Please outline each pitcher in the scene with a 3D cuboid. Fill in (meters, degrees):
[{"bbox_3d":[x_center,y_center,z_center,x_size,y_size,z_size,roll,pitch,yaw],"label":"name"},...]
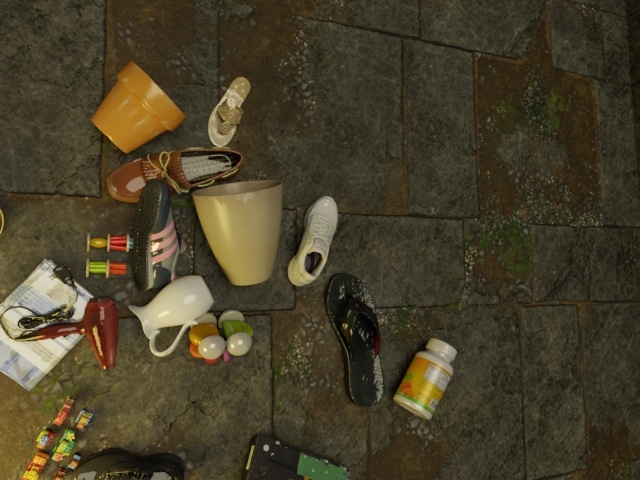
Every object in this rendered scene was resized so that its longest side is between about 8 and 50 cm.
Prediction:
[{"bbox_3d":[-0.392,0.202,1.395,0.207,0.125,0.177,-28,72,-12],"label":"pitcher"}]

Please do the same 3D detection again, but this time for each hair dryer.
[{"bbox_3d":[-0.637,0.222,1.320,0.223,0.080,0.293,-45,101,-2],"label":"hair dryer"}]

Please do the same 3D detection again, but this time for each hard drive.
[{"bbox_3d":[-0.075,0.740,1.489,0.339,0.064,0.236,27,48,-18],"label":"hard drive"}]

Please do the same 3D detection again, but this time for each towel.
[{"bbox_3d":[-0.730,0.216,1.321,0.209,0.034,0.285,44,72,-16],"label":"towel"}]

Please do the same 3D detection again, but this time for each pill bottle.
[{"bbox_3d":[0.361,0.459,1.714,0.136,0.136,0.245,38,71,-16],"label":"pill bottle"}]

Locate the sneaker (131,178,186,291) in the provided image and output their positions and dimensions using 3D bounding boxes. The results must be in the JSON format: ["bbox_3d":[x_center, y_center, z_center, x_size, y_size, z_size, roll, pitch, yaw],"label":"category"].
[{"bbox_3d":[-0.430,-0.019,1.391,0.131,0.112,0.318,-8,121,-45],"label":"sneaker"}]

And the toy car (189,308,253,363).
[{"bbox_3d":[-0.286,0.290,1.460,0.182,0.159,0.136,-3,121,-24],"label":"toy car"}]

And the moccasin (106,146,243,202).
[{"bbox_3d":[-0.402,-0.191,1.439,0.381,0.147,0.139,-10,89,-24],"label":"moccasin"}]

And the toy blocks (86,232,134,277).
[{"bbox_3d":[-0.561,0.041,1.398,0.148,0.054,0.123,2,84,-24],"label":"toy blocks"}]

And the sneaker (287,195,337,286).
[{"bbox_3d":[0.000,0.000,1.594,0.114,0.152,0.304,22,75,-18],"label":"sneaker"}]

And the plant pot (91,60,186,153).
[{"bbox_3d":[-0.509,-0.347,1.394,0.188,0.205,0.205,-45,103,-5],"label":"plant pot"}]

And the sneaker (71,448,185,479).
[{"bbox_3d":[-0.494,0.616,1.331,0.287,0.130,0.108,6,85,-22],"label":"sneaker"}]

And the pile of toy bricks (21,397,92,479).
[{"bbox_3d":[-0.654,0.521,1.283,0.118,0.105,0.212,31,74,-18],"label":"pile of toy bricks"}]

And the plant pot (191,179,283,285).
[{"bbox_3d":[-0.219,-0.019,1.470,0.257,0.257,0.273,-13,106,-24],"label":"plant pot"}]

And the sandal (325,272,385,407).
[{"bbox_3d":[0.137,0.317,1.646,0.168,0.107,0.444,-14,90,-24],"label":"sandal"}]

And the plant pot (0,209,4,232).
[{"bbox_3d":[-0.853,-0.041,1.257,0.134,0.095,0.134,3,83,-24],"label":"plant pot"}]

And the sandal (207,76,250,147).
[{"bbox_3d":[-0.274,-0.404,1.553,0.088,0.079,0.239,25,76,-19],"label":"sandal"}]
